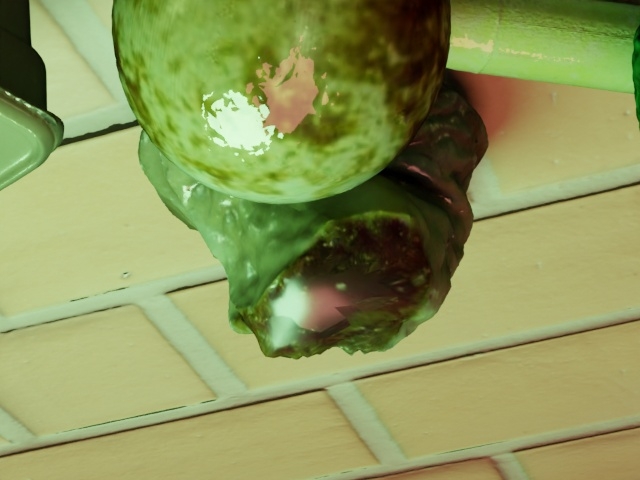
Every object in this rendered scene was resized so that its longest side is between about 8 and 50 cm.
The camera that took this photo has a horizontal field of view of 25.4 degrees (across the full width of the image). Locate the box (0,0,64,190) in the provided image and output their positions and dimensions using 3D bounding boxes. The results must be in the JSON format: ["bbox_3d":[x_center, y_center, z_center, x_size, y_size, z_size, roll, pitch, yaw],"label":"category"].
[{"bbox_3d":[-0.309,-0.162,1.001,0.138,0.178,0.274,-26,141,30],"label":"box"}]

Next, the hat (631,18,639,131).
[{"bbox_3d":[0.350,-0.178,0.989,0.274,0.242,0.332,-6,122,14],"label":"hat"}]

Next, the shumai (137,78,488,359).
[{"bbox_3d":[0.000,0.000,1.212,0.309,0.263,0.304,-2,145,-4],"label":"shumai"}]

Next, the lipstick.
[{"bbox_3d":[0.210,-0.163,1.158,0.304,0.076,0.076,7,145,-14],"label":"lipstick"}]

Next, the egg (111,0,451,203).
[{"bbox_3d":[-0.025,-0.164,0.987,0.238,0.238,0.289,1,123,-9],"label":"egg"}]
